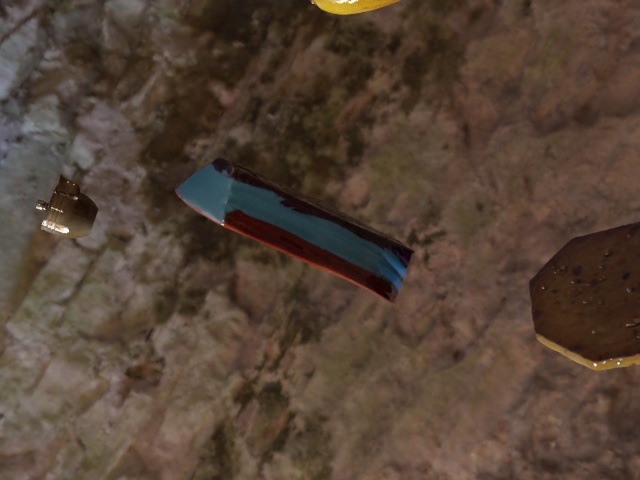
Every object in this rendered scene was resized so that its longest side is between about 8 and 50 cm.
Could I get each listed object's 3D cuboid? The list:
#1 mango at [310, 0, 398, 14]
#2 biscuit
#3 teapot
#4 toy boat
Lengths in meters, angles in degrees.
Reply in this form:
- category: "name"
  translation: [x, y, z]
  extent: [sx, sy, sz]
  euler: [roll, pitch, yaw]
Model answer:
- category: "mango"
  translation: [0.087, -0.386, 1.080]
  extent: [0.262, 0.157, 0.109]
  euler: [-30, 159, 21]
- category: "biscuit"
  translation: [0.562, 0.099, 1.590]
  extent: [0.359, 0.046, 0.359]
  euler: [-20, -142, 16]
- category: "teapot"
  translation: [-0.347, -0.054, 1.183]
  extent: [0.110, 0.080, 0.085]
  euler: [-110, -138, -68]
- category: "toy boat"
  translation: [0.000, 0.000, 0.982]
  extent: [0.392, 0.136, 0.079]
  euler: [23, 98, -51]
